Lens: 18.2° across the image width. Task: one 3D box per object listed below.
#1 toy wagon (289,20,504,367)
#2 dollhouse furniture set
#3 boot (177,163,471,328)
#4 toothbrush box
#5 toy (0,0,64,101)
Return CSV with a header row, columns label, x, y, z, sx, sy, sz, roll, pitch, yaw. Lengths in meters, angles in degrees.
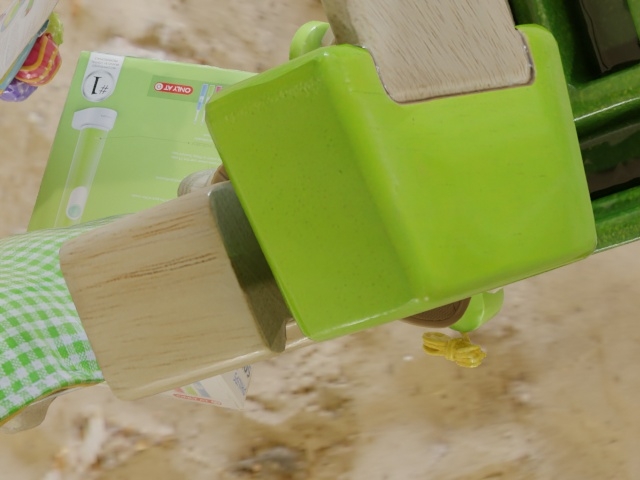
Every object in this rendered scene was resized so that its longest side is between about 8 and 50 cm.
label,x,y,z,sx,sy,sz,roll,pitch,yaw
toy wagon,0.103,-0.056,1.710,0.267,0.068,0.344,17,128,44
dollhouse furniture set,-0.066,-0.031,0.544,0.301,0.197,0.151,-19,87,35
boot,0.000,0.000,1.495,0.213,0.165,0.077,26,82,-13
toothbrush box,-0.144,-0.011,1.799,0.206,0.122,0.283,8,68,15
toy,-0.249,-0.177,1.748,0.056,0.137,0.237,26,131,-17
